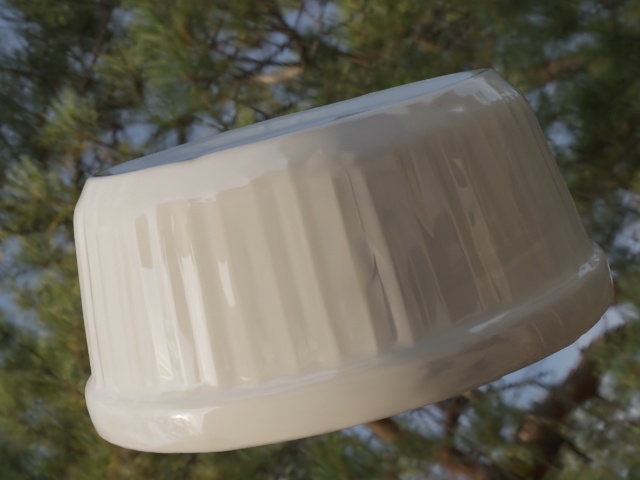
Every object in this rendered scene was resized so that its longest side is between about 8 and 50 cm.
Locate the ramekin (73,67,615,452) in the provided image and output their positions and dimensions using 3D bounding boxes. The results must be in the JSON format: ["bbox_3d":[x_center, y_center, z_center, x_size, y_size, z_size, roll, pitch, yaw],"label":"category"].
[{"bbox_3d":[0.000,0.000,0.678,0.273,0.273,0.127,-21,-80,-35],"label":"ramekin"}]
